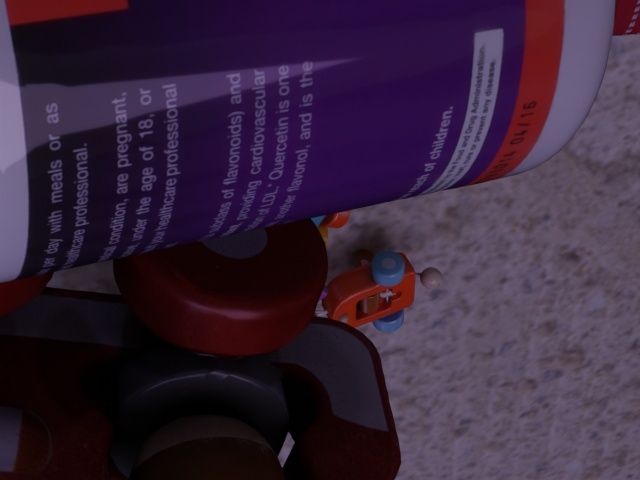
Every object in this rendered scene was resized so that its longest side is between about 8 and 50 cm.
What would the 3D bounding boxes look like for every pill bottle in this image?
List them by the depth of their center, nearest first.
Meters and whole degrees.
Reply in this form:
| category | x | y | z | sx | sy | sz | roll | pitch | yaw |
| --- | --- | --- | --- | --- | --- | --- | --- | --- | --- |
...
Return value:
| category | x | y | z | sx | sy | sz | roll | pitch | yaw |
| --- | --- | --- | --- | --- | --- | --- | --- | --- | --- |
| pill bottle | -0.063 | -0.088 | 0.613 | 0.323 | 0.181 | 0.181 | -12 | 140 | -21 |

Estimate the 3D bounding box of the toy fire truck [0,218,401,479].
| category | x | y | z | sx | sy | sz | roll | pitch | yaw |
| --- | --- | --- | --- | --- | --- | --- | --- | --- | --- |
| toy fire truck | -0.110 | 0.100 | 0.714 | 0.302 | 0.254 | 0.169 | 9 | 132 | -17 |

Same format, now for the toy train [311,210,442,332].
| category | x | y | z | sx | sy | sz | roll | pitch | yaw |
| --- | --- | --- | --- | --- | --- | --- | --- | --- | --- |
| toy train | 0.000 | 0.000 | 0.871 | 0.125 | 0.046 | 0.166 | -23 | 146 | -10 |

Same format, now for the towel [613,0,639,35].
| category | x | y | z | sx | sy | sz | roll | pitch | yaw |
| --- | --- | --- | --- | --- | --- | --- | --- | --- | --- |
| towel | 0.281 | -0.201 | 0.829 | 0.275 | 0.031 | 0.199 | -13 | 142 | -18 |
